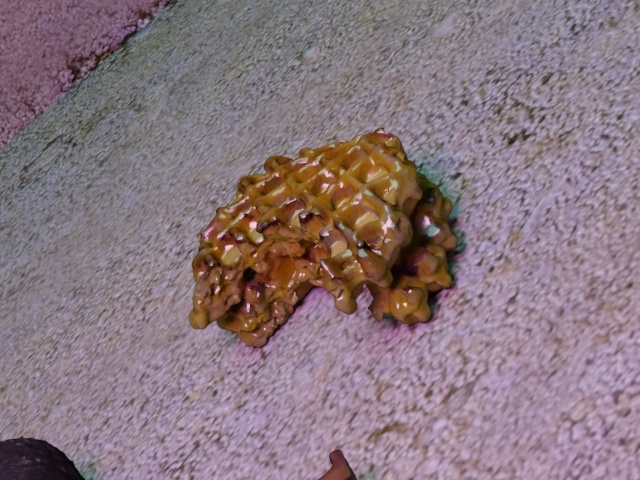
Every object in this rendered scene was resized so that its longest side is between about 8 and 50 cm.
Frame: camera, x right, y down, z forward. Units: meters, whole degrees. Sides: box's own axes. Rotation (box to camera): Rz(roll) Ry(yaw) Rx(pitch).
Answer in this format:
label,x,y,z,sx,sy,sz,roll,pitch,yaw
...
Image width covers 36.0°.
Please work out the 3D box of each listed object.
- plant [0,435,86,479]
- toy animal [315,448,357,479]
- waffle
label,x,y,z,sx,sy,sz,roll,pitch,yaw
plant,-0.302,0.338,0.995,0.181,0.194,0.320,-44,31,-3
toy animal,-0.021,0.287,0.847,0.157,0.097,0.312,-30,13,5
waffle,0.000,0.000,1.167,0.324,0.151,0.261,-8,47,36
